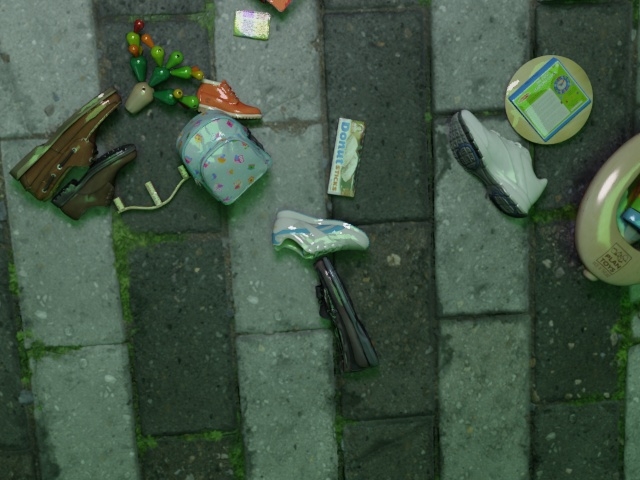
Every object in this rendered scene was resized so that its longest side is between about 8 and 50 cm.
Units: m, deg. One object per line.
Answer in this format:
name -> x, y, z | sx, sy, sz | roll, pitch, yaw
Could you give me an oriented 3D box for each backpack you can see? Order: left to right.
backpack -> -0.217, -0.187, 1.536 | 0.166, 0.144, 0.188 | -42, 117, 4

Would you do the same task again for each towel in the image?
towel -> -0.154, -0.487, 1.577 | 0.083, 0.009, 0.060 | 4, 100, -5

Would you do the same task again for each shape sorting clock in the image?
shape sorting clock -> 0.539, -0.332, 1.652 | 0.206, 0.040, 0.206 | 0, 102, -2

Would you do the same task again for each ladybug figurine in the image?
ladybug figurine -> 0.767, -0.090, 1.653 | 0.305, 0.162, 0.449 | 41, 94, -10

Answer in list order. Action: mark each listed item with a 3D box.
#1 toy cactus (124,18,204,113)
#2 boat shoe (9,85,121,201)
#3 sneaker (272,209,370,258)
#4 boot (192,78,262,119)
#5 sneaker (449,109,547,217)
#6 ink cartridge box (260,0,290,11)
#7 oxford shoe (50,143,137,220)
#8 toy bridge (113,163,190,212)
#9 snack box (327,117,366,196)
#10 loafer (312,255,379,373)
toy cactus -> -0.367, -0.359, 1.548 | 0.219, 0.112, 0.180 | 44, 112, -13
boat shoe -> -0.540, -0.212, 1.548 | 0.307, 0.111, 0.104 | -39, 105, 12
sneaker -> 0.000, 0.000, 1.623 | 0.228, 0.087, 0.092 | 11, 68, 1
boot -> -0.204, -0.318, 1.580 | 0.157, 0.059, 0.085 | 12, 94, -6
sneaker -> 0.416, -0.194, 1.647 | 0.129, 0.111, 0.297 | -44, 105, -13
ink cartridge box -> -0.137, -0.617, 1.521 | 0.231, 0.078, 0.134 | 38, 95, -10
oxford shoe -> -0.491, -0.131, 1.579 | 0.227, 0.083, 0.096 | -38, 111, 9
toy bridge -> -0.384, -0.107, 1.613 | 0.188, 0.026, 0.063 | -27, 102, 0
snack box -> 0.061, -0.194, 1.641 | 0.064, 0.022, 0.178 | 8, 99, -5
loafer -> 0.042, 0.186, 1.666 | 0.095, 0.109, 0.303 | -25, 104, 4
